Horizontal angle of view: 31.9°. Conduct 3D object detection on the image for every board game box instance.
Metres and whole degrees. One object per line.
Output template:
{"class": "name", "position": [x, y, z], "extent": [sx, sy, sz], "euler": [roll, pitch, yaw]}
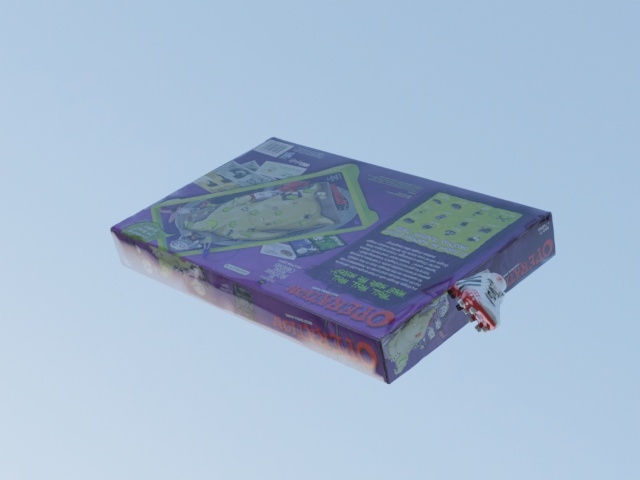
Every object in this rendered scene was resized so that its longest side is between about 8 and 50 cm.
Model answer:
{"class": "board game box", "position": [0.000, 0.000, 0.964], "extent": [0.347, 0.208, 0.056], "euler": [20, -52, 44]}

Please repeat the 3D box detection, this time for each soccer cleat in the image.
{"class": "soccer cleat", "position": [0.107, 0.037, 0.726], "extent": [0.035, 0.083, 0.029], "euler": [-33, -81, 0]}
